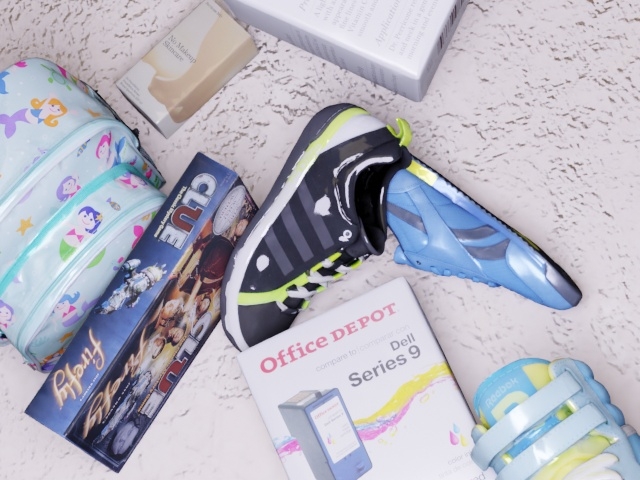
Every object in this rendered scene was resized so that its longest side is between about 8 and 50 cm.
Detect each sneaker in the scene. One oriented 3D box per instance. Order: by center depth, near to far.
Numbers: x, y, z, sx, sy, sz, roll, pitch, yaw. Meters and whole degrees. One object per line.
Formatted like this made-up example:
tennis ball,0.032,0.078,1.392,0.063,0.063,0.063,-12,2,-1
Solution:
sneaker,0.181,0.191,1.314,0.127,0.319,0.208,-39,93,9
sneaker,0.000,0.000,1.510,0.097,0.084,0.235,31,103,30
sneaker,0.118,0.008,1.537,0.209,0.069,0.082,36,93,18

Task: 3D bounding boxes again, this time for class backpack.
backpack,-0.233,-0.020,1.499,0.191,0.253,0.225,41,82,18

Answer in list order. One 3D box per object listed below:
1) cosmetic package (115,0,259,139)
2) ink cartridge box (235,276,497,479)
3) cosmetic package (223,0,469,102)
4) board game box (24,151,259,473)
cosmetic package,-0.116,-0.151,1.632,0.115,0.041,0.060,-45,71,-6
ink cartridge box,0.046,0.159,1.484,0.154,0.093,0.212,-25,69,2
cosmetic package,0.032,-0.225,1.547,0.183,0.151,0.151,26,89,5
board game box,-0.132,0.063,1.504,0.042,0.165,0.243,30,80,16
